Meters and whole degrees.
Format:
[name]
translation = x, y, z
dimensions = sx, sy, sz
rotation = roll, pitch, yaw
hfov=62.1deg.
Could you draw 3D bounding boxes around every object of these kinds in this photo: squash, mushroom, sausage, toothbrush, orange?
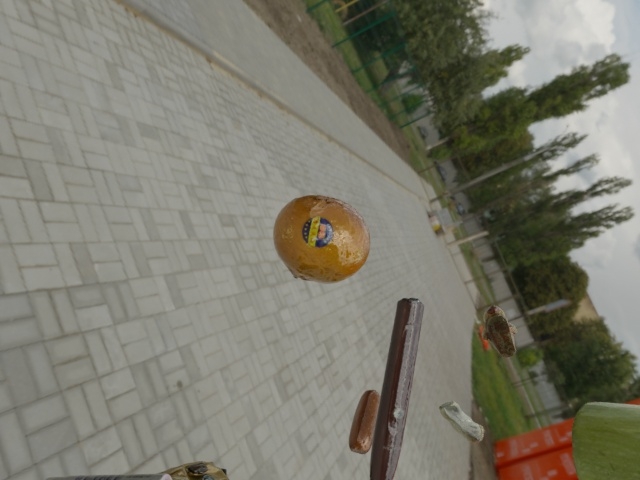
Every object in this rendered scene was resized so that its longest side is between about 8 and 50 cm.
[squash]
translation = 0.519, 0.381, 0.880
dimensions = 0.220, 0.133, 0.220
rotation = 17, 68, -48
[mushroom]
translation = 0.383, 0.493, 1.456
dimensions = 0.202, 0.059, 0.054
rotation = 44, 0, -31
[sausage]
translation = 0.133, 0.530, 1.567
dimensions = 0.076, 0.076, 0.197
rotation = 57, 41, -33
[toothbrush]
translation = 0.089, 0.255, 0.699
dimensions = 0.041, 0.041, 0.363
rotation = 30, 70, -66
[orange]
translation = 0.002, -0.001, 1.177
dimensions = 0.219, 0.220, 0.192
rotation = -1, 101, -74

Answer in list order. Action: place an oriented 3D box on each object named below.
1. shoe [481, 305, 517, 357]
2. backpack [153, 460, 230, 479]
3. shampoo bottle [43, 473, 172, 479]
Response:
[shoe]
translation = 0.391, 0.201, 1.172
dimensions = 0.109, 0.072, 0.069
rotation = 52, 14, 4
[backpack]
translation = -0.430, 0.899, 1.783
dimensions = 0.354, 0.201, 0.378
rotation = 36, 14, 33
[shampoo bottle]
translation = -0.452, 0.514, 1.053
dimensions = 0.092, 0.304, 0.092
rotation = -5, 90, -84
